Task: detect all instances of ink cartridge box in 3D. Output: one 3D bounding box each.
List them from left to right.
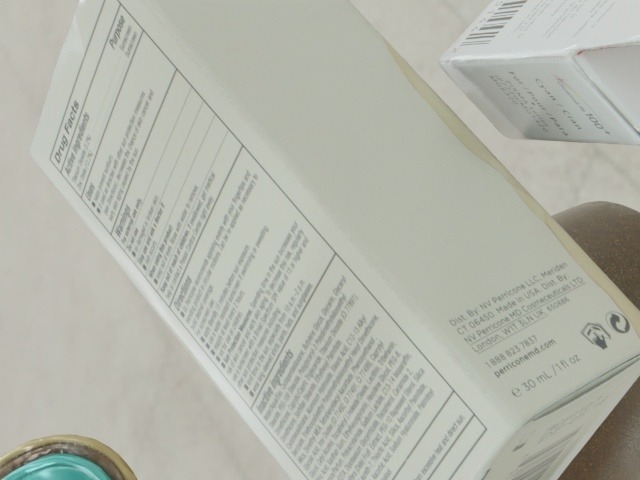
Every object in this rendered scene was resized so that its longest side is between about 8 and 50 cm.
[{"bbox_3d":[0.216,-0.169,0.783,0.296,0.066,0.261,-48,18,-11],"label":"ink cartridge box"}]

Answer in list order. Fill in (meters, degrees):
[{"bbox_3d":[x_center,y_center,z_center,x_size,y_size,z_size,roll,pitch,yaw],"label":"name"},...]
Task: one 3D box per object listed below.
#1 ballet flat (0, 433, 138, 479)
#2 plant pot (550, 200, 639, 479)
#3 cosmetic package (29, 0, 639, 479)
[{"bbox_3d":[-0.121,0.168,0.599,0.232,0.080,0.073,-65,-7,5],"label":"ballet flat"},{"bbox_3d":[0.128,0.087,1.044,0.215,0.230,0.215,34,149,23],"label":"plant pot"},{"bbox_3d":[0.000,0.000,0.846,0.309,0.113,0.160,51,139,20],"label":"cosmetic package"}]
